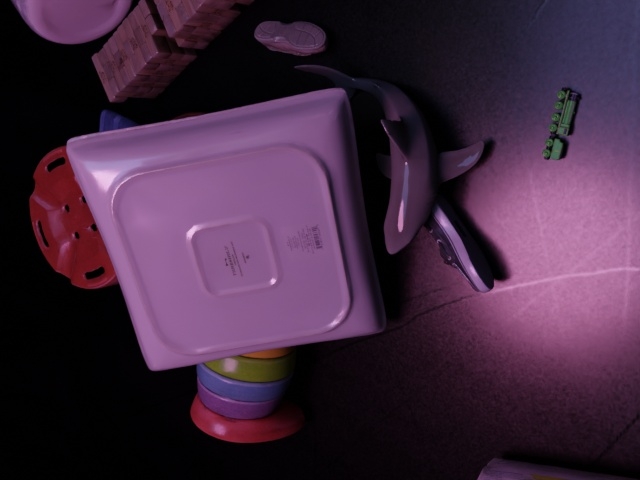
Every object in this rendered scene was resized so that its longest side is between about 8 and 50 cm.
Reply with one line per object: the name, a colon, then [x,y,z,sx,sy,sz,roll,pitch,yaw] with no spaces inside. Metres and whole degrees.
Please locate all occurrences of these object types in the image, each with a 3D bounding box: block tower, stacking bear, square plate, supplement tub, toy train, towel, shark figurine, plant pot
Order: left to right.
supplement tub: [-0.487,-0.526,1.098,0.338,0.207,0.207,53,125,18]
towel: [-0.371,-0.201,1.185,0.119,0.029,0.067,28,115,31]
plant pot: [-0.268,-0.054,0.968,0.272,0.265,0.272,8,106,29]
block tower: [-0.233,-0.347,1.014,0.335,0.097,0.091,-29,81,35]
square plate: [-0.106,0.010,0.798,0.344,0.049,0.347,-10,116,4]
stacking bear: [-0.103,0.145,0.976,0.175,0.164,0.289,20,106,33]
shark figurine: [0.083,-0.144,0.787,0.166,0.116,0.278,-34,66,26]
toy train: [0.273,-0.131,0.717,0.023,0.017,0.083,17,109,24]

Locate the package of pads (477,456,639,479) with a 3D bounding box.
package of pads: [0.306,0.420,0.747,0.229,0.101,0.296,-4,95,36]

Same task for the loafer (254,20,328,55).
loafer: [-0.038,-0.290,0.914,0.125,0.039,0.045,20,77,30]

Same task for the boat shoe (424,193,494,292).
boat shoe: [0.171,0.008,0.803,0.040,0.049,0.142,-40,67,33]

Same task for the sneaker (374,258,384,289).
sneaker: [0.000,0.000,0.912,0.087,0.083,0.221,-38,73,41]
